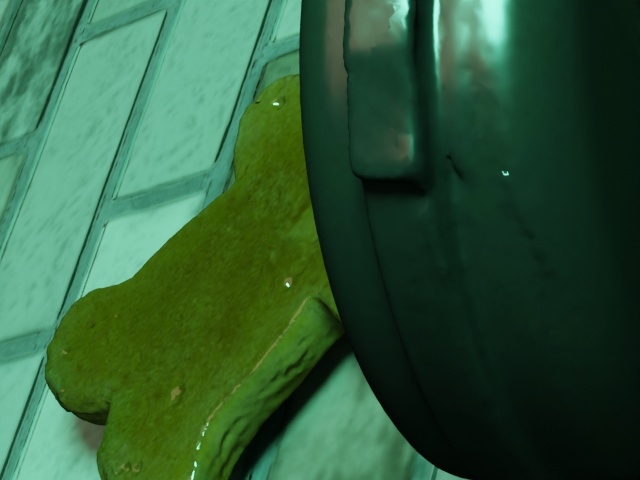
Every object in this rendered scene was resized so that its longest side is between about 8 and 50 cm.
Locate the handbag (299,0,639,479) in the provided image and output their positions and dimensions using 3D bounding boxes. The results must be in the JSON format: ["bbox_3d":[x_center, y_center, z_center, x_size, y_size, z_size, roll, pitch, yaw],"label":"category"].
[{"bbox_3d":[0.079,-0.065,0.659,0.093,0.254,0.308,-6,52,23],"label":"handbag"}]

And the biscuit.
[{"bbox_3d":[0.000,0.000,0.873,0.301,0.049,0.197,-47,38,9],"label":"biscuit"}]
